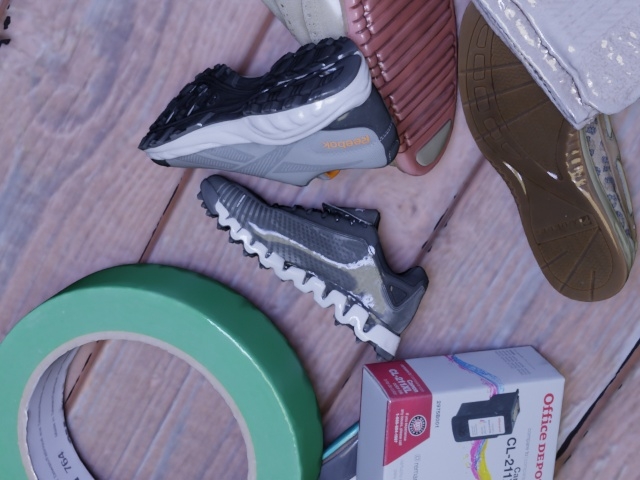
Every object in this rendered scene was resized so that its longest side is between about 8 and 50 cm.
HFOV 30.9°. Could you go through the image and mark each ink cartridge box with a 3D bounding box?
[{"bbox_3d":[0.128,0.175,1.067,0.175,0.072,0.127,-5,111,-18],"label":"ink cartridge box"}]

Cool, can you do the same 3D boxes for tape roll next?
[{"bbox_3d":[-0.161,0.184,1.091,0.321,0.077,0.321,5,107,15],"label":"tape roll"}]

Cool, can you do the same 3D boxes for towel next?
[{"bbox_3d":[0.250,-0.238,0.901,0.282,0.049,0.187,-44,102,-6],"label":"towel"}]

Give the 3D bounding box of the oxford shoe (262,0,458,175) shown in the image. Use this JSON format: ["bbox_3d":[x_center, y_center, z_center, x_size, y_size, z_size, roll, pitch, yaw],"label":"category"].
[{"bbox_3d":[0.001,-0.232,0.952,0.147,0.140,0.397,-2,119,39],"label":"oxford shoe"}]

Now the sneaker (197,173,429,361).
[{"bbox_3d":[0.000,0.000,1.048,0.234,0.078,0.106,38,89,2],"label":"sneaker"}]

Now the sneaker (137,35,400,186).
[{"bbox_3d":[-0.051,-0.085,0.954,0.272,0.100,0.108,-1,138,46],"label":"sneaker"}]

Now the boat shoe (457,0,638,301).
[{"bbox_3d":[0.200,-0.089,0.999,0.105,0.089,0.285,-9,109,36],"label":"boat shoe"}]

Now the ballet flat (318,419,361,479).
[{"bbox_3d":[-0.004,0.246,1.138,0.203,0.074,0.074,-38,103,22],"label":"ballet flat"}]
